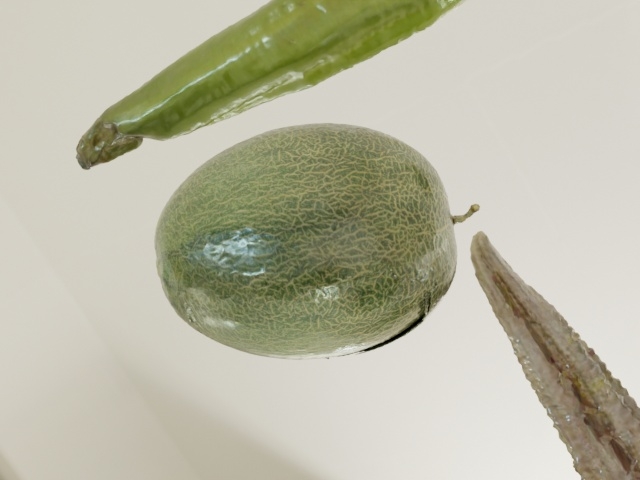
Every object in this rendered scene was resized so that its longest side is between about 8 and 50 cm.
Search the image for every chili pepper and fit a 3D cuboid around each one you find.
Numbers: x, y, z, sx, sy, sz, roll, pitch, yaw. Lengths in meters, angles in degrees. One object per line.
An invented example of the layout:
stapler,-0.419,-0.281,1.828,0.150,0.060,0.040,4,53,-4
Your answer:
chili pepper,0.002,-0.080,0.437,0.208,0.043,0.049,-26,-149,-5

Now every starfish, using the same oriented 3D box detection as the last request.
starfish,0.235,0.201,0.799,0.398,0.383,0.132,-68,-162,-11

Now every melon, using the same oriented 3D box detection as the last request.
melon,0.000,0.000,0.701,0.192,0.139,0.139,-8,-169,-4
